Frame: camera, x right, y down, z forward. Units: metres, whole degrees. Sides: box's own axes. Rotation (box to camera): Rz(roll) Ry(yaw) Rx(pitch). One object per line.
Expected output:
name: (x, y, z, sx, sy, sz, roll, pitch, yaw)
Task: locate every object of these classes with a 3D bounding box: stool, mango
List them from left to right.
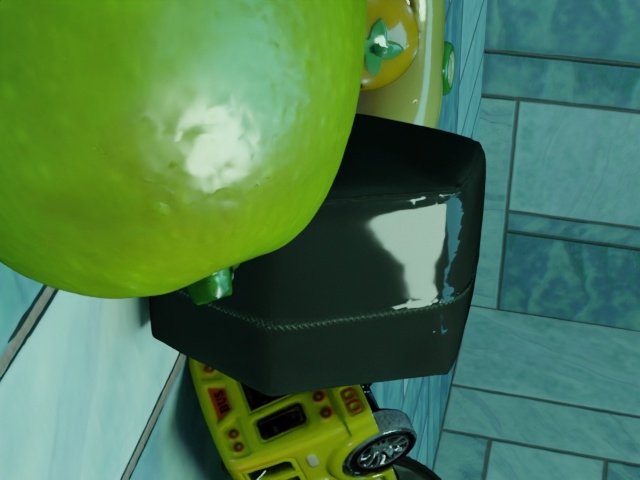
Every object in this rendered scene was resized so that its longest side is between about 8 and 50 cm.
mango: (-0.074, -0.149, 0.380, 0.192, 0.156, 0.343, 11, 71, -47)
stool: (0.000, 0.000, 0.680, 0.232, 0.232, 0.141, -51, 143, -66)

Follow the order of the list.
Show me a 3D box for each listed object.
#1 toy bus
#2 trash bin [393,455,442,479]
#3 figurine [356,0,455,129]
toy bus: (0.002, 0.186, 0.876, 0.331, 0.151, 0.145, 72, -8, -53)
trash bin: (0.078, 0.391, 1.258, 0.277, 0.217, 0.262, 63, -3, 24)
figurine: (0.054, -0.211, 1.015, 0.222, 0.124, 0.324, -56, 148, -56)
